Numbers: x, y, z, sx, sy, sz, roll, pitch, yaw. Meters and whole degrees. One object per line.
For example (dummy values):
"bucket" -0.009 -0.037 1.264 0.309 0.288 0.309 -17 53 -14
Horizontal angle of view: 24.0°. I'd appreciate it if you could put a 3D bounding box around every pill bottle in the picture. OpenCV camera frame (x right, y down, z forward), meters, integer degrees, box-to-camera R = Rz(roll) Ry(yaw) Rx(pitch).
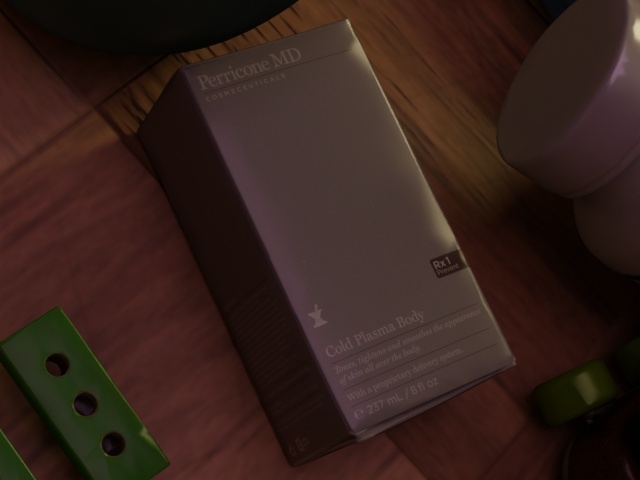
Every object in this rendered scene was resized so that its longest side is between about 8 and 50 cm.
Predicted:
"pill bottle" 0.279 -0.030 0.989 0.318 0.176 0.176 30 60 -18

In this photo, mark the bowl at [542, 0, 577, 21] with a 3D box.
"bowl" 0.318 -0.261 1.147 0.391 0.077 0.391 5 77 -22

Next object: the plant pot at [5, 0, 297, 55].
"plant pot" -0.097 -0.243 0.881 0.293 0.235 0.293 10 65 -22

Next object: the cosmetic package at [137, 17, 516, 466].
"cosmetic package" 0.000 0.000 0.905 0.127 0.107 0.238 -22 83 -28

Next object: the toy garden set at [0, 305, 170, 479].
"toy garden set" -0.234 0.108 0.784 0.244 0.049 0.204 -35 88 -31

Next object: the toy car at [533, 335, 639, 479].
"toy car" 0.248 0.118 0.921 0.149 0.188 0.155 -21 79 -30
